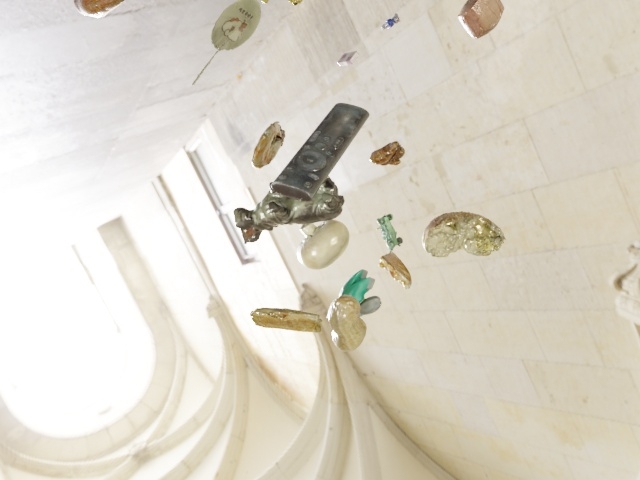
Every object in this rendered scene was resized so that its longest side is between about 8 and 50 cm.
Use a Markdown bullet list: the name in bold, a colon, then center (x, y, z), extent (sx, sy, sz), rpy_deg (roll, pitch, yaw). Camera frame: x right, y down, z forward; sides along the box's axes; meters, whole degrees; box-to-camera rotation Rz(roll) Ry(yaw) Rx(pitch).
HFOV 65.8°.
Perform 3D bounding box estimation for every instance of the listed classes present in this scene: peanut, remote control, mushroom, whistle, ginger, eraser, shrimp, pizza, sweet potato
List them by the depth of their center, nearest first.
- **sweet potato**: center (-0.519, -0.553, 1.150), extent (0.255, 0.058, 0.078), rpy_deg (16, -117, 40)
- **remote control**: center (0.009, -0.236, 1.254), extent (0.107, 0.044, 0.377), rpy_deg (16, -131, 20)
- **shrimp**: center (-0.157, -0.322, 1.595), extent (0.294, 0.062, 0.154), rpy_deg (-71, -174, -64)
- **pizza**: center (0.238, 0.089, 1.607), extent (0.131, 0.178, 0.041), rpy_deg (20, 119, -42)
- **whistle**: center (0.240, -0.749, 1.696), extent (0.083, 0.033, 0.029), rpy_deg (-38, -168, -17)
- **peanut**: center (0.100, 0.305, 1.823), extent (0.136, 0.298, 0.120), rpy_deg (-17, -134, -4)
- **mushroom**: center (0.000, 0.000, 2.047), extent (0.246, 0.202, 0.246), rpy_deg (-42, -178, 2)
- **ginger**: center (0.288, -0.349, 2.050), extent (0.103, 0.073, 0.162), rpy_deg (16, 155, -36)
- **eraser**: center (0.130, -0.854, 2.324), extent (0.105, 0.026, 0.065), rpy_deg (17, -113, 52)

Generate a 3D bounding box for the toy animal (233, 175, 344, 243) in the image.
- **toy animal**: center (-0.104, -0.084, 1.315), extent (0.343, 0.106, 0.168), rpy_deg (-16, 156, 24)

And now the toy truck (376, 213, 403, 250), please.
- **toy truck**: center (0.288, -0.033, 2.141), extent (0.080, 0.154, 0.078), rpy_deg (-25, -177, -40)

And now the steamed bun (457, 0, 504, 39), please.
- **steamed bun**: center (0.609, -0.862, 1.880), extent (0.175, 0.145, 0.106), rpy_deg (-50, -154, -10)

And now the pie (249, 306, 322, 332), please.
- **pie**: center (-0.123, 0.298, 1.874), extent (0.282, 0.128, 0.068), rpy_deg (5, -129, 16)

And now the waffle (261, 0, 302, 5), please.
- **waffle**: center (-0.144, -0.963, 1.766), extent (0.291, 0.291, 0.051), rpy_deg (-30, -156, -35)

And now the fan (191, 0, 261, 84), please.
- **fan**: center (-0.294, -0.596, 1.504), extent (0.329, 0.009, 0.191), rpy_deg (-45, 170, 18)

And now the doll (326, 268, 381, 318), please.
- **doll**: center (0.133, 0.230, 2.049), extent (0.258, 0.195, 0.153), rpy_deg (-31, 150, 31)

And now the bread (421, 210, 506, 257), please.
- **bread**: center (0.557, -0.033, 1.969), extent (0.314, 0.171, 0.192), rpy_deg (1, -162, 3)
